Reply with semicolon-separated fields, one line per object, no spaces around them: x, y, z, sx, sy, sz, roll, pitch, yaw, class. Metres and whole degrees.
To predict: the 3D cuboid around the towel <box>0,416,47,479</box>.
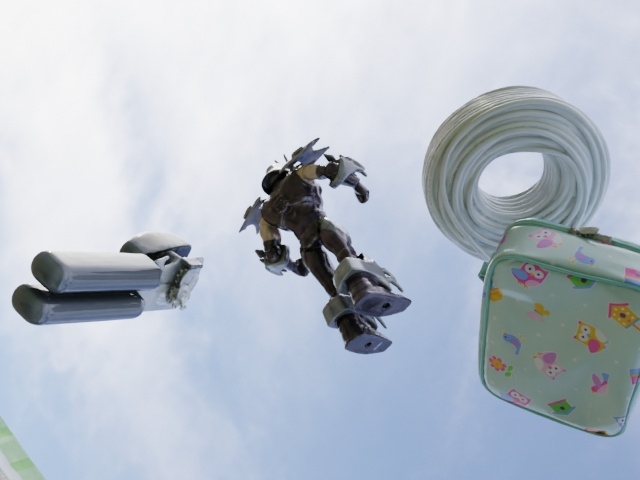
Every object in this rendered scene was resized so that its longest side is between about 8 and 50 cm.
-0.254;0.146;0.579;0.023;0.152;0.113;-42;-104;5;towel

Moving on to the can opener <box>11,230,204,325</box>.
-0.210;0.040;0.885;0.093;0.280;0.074;35;-78;16;can opener

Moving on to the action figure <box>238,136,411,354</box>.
0.000;0.000;1.045;0.185;0.099;0.285;-57;-131;33;action figure

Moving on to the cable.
0.271;-0.088;1.195;0.257;0.257;0.089;-48;-159;24;cable

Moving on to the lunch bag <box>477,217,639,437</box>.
0.308;0.104;1.085;0.224;0.108;0.279;18;-47;24;lunch bag
